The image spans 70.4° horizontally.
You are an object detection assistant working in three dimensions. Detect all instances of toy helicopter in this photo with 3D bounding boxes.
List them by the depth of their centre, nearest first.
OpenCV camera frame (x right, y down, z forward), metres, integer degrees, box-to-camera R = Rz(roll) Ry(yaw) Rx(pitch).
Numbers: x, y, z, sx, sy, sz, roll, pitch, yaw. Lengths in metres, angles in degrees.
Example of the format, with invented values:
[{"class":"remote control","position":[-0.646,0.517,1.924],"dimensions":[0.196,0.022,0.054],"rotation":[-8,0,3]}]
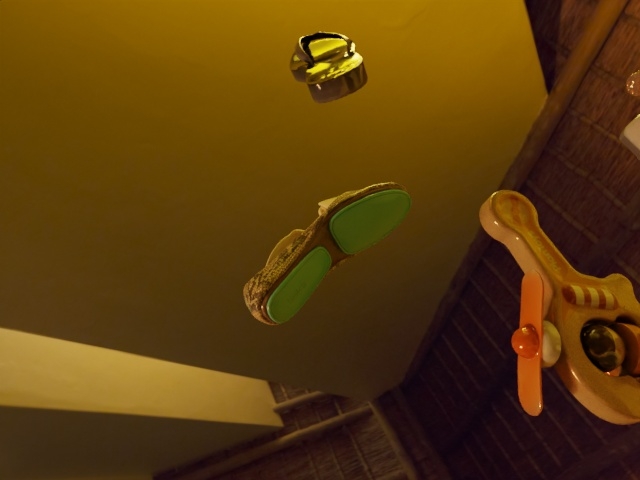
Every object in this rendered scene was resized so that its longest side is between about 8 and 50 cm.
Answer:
[{"class":"toy helicopter","position":[0.330,0.082,0.638],"dimensions":[0.235,0.140,0.355],"rotation":[-20,-114,-18]}]

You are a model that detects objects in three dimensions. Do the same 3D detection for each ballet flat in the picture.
[{"class":"ballet flat","position":[0.000,0.000,1.114],"dimensions":[0.483,0.164,0.182],"rotation":[-41,-141,-14]}]

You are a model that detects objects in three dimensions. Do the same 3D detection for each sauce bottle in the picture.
[{"class":"sauce bottle","position":[0.562,-0.272,0.742],"dimensions":[0.128,0.042,0.042],"rotation":[-24,-131,-16]}]

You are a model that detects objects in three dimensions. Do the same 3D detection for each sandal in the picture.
[{"class":"sandal","position":[0.008,-0.250,0.612],"dimensions":[0.097,0.054,0.254],"rotation":[-24,-149,1]}]

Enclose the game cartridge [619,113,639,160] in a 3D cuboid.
[{"class":"game cartridge","position":[0.290,0.031,0.241],"dimensions":[0.062,0.198,0.297],"rotation":[-45,-104,27]}]
